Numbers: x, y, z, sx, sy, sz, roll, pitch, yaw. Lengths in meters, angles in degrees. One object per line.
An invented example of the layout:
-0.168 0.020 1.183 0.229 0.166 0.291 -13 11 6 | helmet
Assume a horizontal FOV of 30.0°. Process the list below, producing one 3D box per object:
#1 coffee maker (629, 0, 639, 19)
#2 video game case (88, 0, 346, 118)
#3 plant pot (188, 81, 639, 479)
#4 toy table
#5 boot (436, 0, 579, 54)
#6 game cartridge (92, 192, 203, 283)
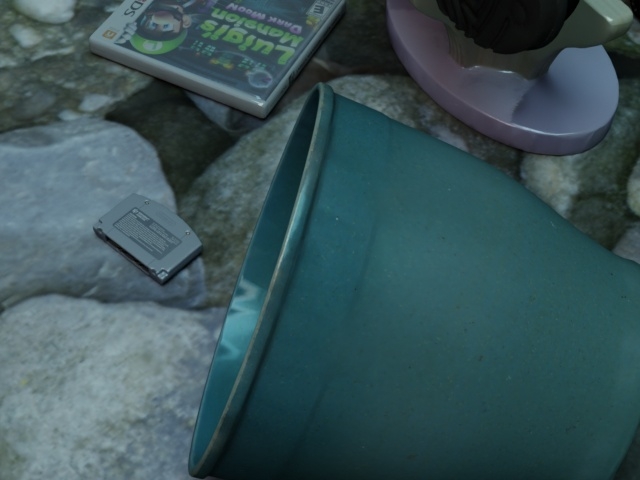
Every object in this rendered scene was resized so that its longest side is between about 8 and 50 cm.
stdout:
0.393 -0.310 1.160 0.178 0.171 0.120 -20 39 -20 | coffee maker
-0.096 -0.209 1.149 0.190 0.022 0.173 23 54 14 | video game case
0.073 0.064 0.806 0.255 0.271 0.271 19 51 -8 | plant pot
0.170 -0.221 1.086 0.252 0.161 0.274 -36 62 -27 | toy table
0.193 -0.309 0.970 0.260 0.131 0.348 -15 55 -14 | boot
-0.140 -0.004 0.988 0.083 0.017 0.056 36 62 23 | game cartridge
